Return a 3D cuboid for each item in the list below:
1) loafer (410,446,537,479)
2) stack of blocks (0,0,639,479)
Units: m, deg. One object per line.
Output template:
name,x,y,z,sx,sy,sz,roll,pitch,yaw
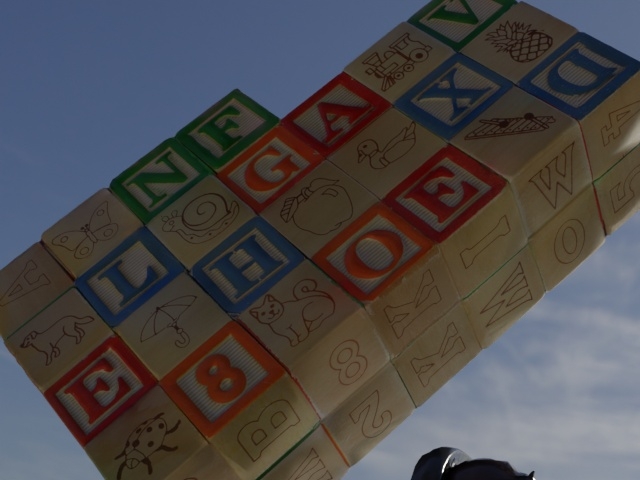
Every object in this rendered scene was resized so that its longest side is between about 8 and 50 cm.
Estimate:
loafer,0.106,0.175,0.426,0.095,0.109,0.302,-5,-46,20
stack of blocks,0.000,0.000,0.576,0.171,0.297,0.087,40,-15,42
